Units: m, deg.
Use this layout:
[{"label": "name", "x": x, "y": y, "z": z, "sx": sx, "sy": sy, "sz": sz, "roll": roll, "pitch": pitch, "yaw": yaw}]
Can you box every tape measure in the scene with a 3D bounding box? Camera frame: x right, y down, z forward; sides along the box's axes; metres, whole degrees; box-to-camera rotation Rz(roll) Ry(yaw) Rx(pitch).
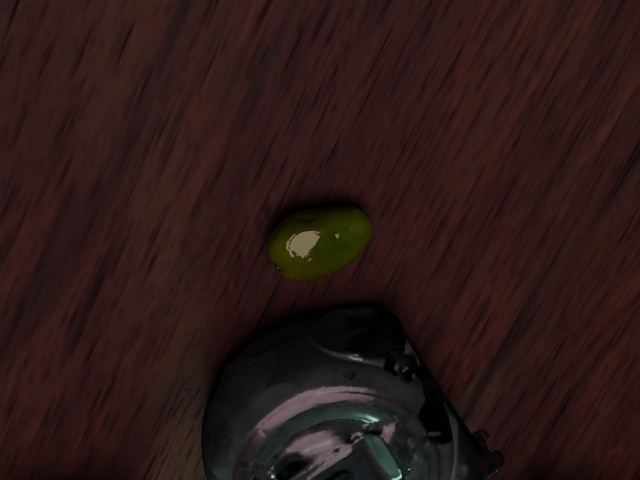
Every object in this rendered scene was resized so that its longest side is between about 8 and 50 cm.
[{"label": "tape measure", "x": 0.016, "y": 0.205, "z": 1.297, "sx": 0.275, "sy": 0.147, "sz": 0.256, "roll": -31, "pitch": 115, "yaw": 5}]

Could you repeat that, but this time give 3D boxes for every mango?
[{"label": "mango", "x": 0.000, "y": 0.000, "z": 1.247, "sx": 0.108, "sy": 0.056, "sz": 0.073, "roll": -22, "pitch": 122, "yaw": -1}]
